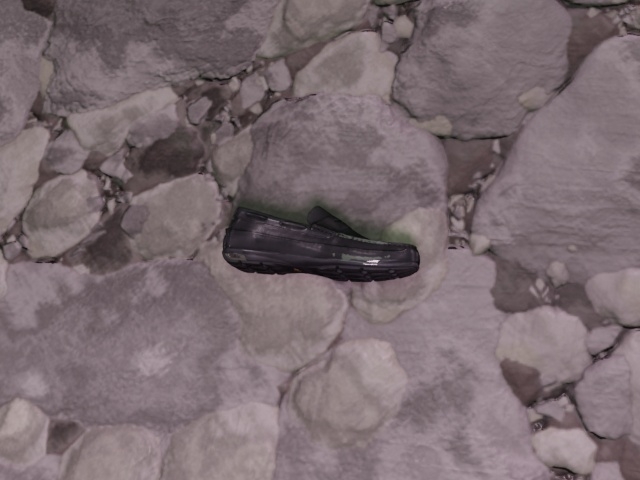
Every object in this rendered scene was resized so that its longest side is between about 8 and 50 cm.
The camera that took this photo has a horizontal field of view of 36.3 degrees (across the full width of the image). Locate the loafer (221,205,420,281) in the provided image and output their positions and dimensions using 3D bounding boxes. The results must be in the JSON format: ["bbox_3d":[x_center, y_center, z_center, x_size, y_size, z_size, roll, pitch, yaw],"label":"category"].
[{"bbox_3d":[0.000,0.000,1.067,0.223,0.076,0.078,5,76,17],"label":"loafer"}]
